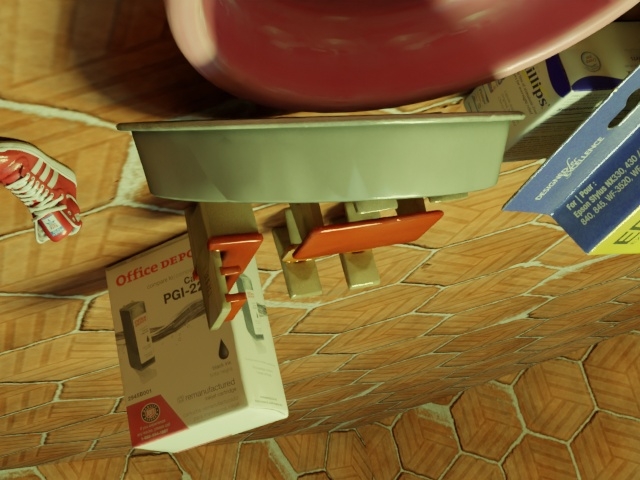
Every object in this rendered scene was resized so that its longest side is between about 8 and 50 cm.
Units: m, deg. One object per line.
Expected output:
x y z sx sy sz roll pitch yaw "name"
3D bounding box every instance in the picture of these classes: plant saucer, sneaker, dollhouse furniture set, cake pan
0.069 -0.188 0.534 0.332 0.084 0.332 -13 162 -4 "plant saucer"
-0.237 -0.037 0.763 0.042 0.067 0.118 -21 161 17 "sneaker"
0.000 0.000 0.957 0.259 0.135 0.262 -8 161 -21 "dollhouse furniture set"
0.000 -0.065 0.680 0.293 0.054 0.293 -1 -172 0 "cake pan"

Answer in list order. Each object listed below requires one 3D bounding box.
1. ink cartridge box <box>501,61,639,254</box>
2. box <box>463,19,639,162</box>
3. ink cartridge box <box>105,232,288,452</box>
0.363 -0.102 0.834 0.307 0.072 0.303 -4 143 -43 "ink cartridge box"
0.223 -0.133 0.841 0.126 0.072 0.137 -8 161 -27 "box"
-0.142 0.110 1.040 0.159 0.217 0.092 -22 156 20 "ink cartridge box"
